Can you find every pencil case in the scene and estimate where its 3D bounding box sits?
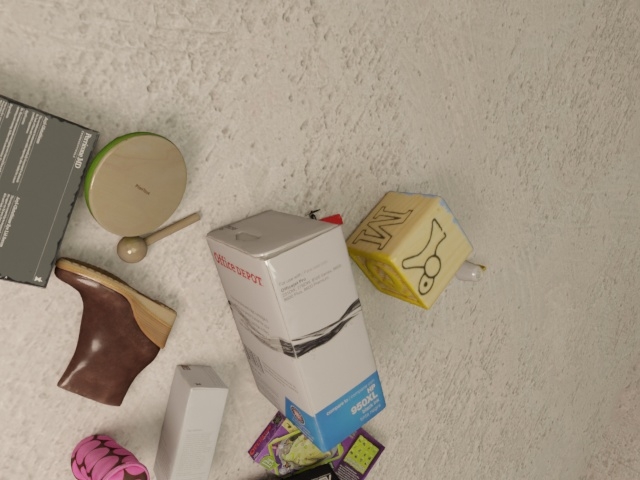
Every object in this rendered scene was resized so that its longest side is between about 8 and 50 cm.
[{"bbox_3d":[-0.369,0.412,0.784,0.095,0.209,0.098,10,77,-36],"label":"pencil case"}]

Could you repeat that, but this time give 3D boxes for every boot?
[{"bbox_3d":[-0.399,0.167,0.791,0.248,0.090,0.207,41,74,-34],"label":"boot"}]

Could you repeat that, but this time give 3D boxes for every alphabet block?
[{"bbox_3d":[0.211,0.017,1.085,0.197,0.193,0.192,-48,118,-16],"label":"alphabet block"}]

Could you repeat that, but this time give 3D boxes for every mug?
[{"bbox_3d":[0.448,0.088,1.320,0.078,0.064,0.062,-50,119,-15],"label":"mug"}]

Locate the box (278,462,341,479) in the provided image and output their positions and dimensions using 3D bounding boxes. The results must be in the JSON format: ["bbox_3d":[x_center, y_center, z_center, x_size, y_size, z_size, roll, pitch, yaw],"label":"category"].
[{"bbox_3d":[-0.146,0.712,1.015,0.395,0.097,0.318,-4,112,-29],"label":"box"}]

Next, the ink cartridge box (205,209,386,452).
[{"bbox_3d":[-0.053,0.156,0.888,0.166,0.285,0.395,-25,111,-28],"label":"ink cartridge box"}]

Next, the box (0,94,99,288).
[{"bbox_3d":[-0.481,-0.078,0.690,0.184,0.103,0.261,20,87,-30],"label":"box"}]

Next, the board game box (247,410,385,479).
[{"bbox_3d":[0.004,0.530,1.134,0.347,0.056,0.208,48,69,-29],"label":"board game box"}]

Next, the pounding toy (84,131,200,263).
[{"bbox_3d":[-0.337,-0.093,0.795,0.183,0.110,0.237,-44,148,-30],"label":"pounding toy"}]

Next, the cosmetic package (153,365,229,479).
[{"bbox_3d":[-0.263,0.382,0.901,0.085,0.117,0.231,13,93,-33],"label":"cosmetic package"}]

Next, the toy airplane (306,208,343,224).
[{"bbox_3d":[0.000,0.000,1.047,0.151,0.028,0.151,-6,102,-29],"label":"toy airplane"}]
